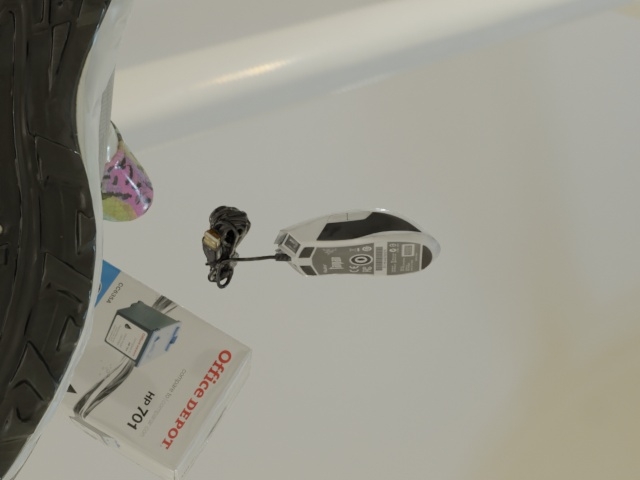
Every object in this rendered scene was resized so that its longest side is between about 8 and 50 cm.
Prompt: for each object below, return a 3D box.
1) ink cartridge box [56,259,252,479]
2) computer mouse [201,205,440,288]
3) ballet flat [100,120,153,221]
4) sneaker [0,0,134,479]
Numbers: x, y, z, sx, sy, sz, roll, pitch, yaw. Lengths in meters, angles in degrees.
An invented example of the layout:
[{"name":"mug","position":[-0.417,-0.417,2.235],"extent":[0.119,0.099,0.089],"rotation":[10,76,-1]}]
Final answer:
[{"name":"ink cartridge box","position":[-0.179,0.119,1.339],"extent":[0.140,0.190,0.082],"rotation":[-58,-8,-20]},{"name":"computer mouse","position":[0.000,0.000,1.157],"extent":[0.106,0.193,0.042],"rotation":[89,180,-61]},{"name":"ballet flat","position":[-0.204,-0.096,0.983],"extent":[0.079,0.221,0.077],"rotation":[-51,4,45]},{"name":"sneaker","position":[-0.112,-0.011,0.470],"extent":[0.108,0.100,0.272],"rotation":[104,177,-61]}]
